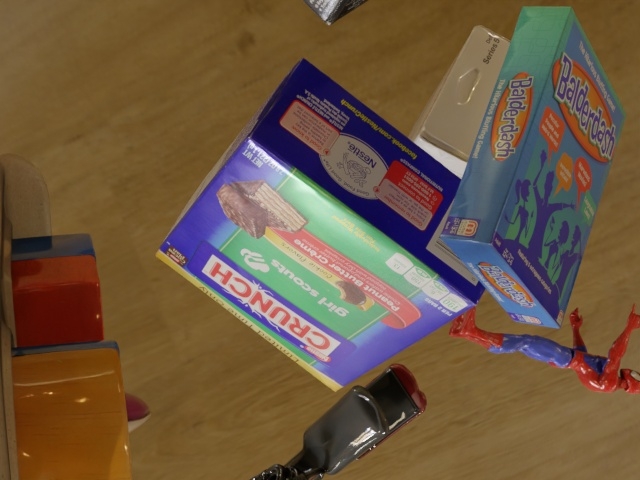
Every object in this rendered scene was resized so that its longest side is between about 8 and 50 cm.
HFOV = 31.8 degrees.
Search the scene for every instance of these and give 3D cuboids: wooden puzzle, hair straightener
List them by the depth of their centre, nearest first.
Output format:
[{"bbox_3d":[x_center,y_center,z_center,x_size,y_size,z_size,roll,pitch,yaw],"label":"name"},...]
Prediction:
[{"bbox_3d":[-0.132,0.144,0.557,0.081,0.348,0.322,-3,107,-10],"label":"wooden puzzle"},{"bbox_3d":[-0.020,0.162,0.824,0.230,0.089,0.047,-39,78,45],"label":"hair straightener"}]

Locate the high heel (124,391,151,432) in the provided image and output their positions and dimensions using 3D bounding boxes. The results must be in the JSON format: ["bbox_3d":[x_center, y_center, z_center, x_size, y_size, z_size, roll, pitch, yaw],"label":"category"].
[{"bbox_3d":[-0.336,0.197,1.457,0.127,0.377,0.181,-36,83,3],"label":"high heel"}]

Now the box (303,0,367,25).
[{"bbox_3d":[-0.011,-0.355,0.999,0.270,0.165,0.143,47,139,5],"label":"box"}]

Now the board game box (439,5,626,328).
[{"bbox_3d":[0.179,-0.057,0.908,0.047,0.160,0.210,8,68,36],"label":"board game box"}]

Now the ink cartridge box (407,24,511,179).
[{"bbox_3d":[0.187,-0.140,1.570,0.115,0.273,0.198,28,67,-1],"label":"ink cartridge box"}]

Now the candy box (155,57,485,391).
[{"bbox_3d":[0.000,0.000,1.170,0.268,0.317,0.122,37,59,-7],"label":"candy box"}]

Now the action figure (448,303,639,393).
[{"bbox_3d":[0.337,0.124,1.570,0.280,0.091,0.139,24,82,-6],"label":"action figure"}]
